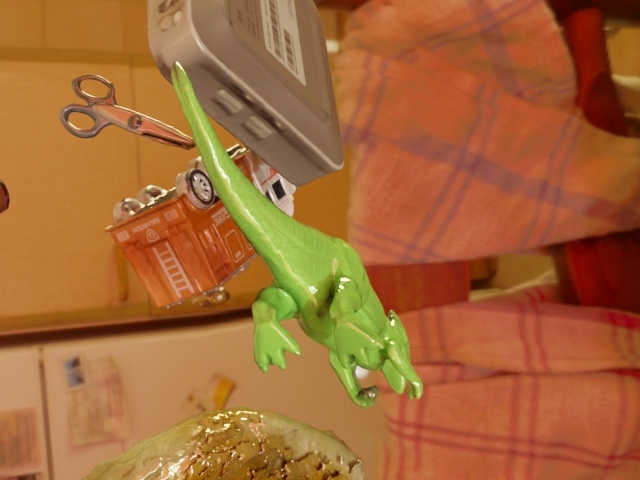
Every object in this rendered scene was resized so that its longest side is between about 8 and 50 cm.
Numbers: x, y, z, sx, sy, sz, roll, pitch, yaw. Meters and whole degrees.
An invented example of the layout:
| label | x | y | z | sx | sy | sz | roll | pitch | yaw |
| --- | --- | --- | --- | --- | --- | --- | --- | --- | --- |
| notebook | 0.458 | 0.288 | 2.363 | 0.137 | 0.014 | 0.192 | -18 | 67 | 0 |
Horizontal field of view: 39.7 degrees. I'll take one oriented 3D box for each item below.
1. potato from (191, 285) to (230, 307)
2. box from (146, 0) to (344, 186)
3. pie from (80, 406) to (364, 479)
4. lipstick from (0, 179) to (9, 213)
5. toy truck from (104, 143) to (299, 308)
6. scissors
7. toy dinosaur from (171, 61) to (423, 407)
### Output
| label | x | y | z | sx | sy | sz | roll | pitch | yaw |
| --- | --- | --- | --- | --- | --- | --- | --- | --- | --- |
| potato | -0.226 | 0.118 | 1.823 | 0.051 | 0.083 | 0.040 | 49 | -150 | -73 |
| box | -0.111 | -0.324 | 1.371 | 0.111 | 0.396 | 0.396 | -25 | 54 | 23 |
| pie | -0.116 | 0.303 | 0.860 | 0.078 | 0.371 | 0.296 | 31 | 151 | 53 |
| lipstick | -0.459 | 0.028 | 0.896 | 0.057 | 0.357 | 0.057 | 16 | 127 | 22 |
| toy truck | -0.183 | -0.042 | 1.557 | 0.173 | 0.387 | 0.207 | -21 | 102 | 28 |
| scissors | -0.399 | -0.249 | 1.869 | 0.041 | 0.289 | 0.138 | 130 | 160 | -81 |
| toy dinosaur | 0.000 | 0.000 | 1.136 | 0.500 | 0.144 | 0.374 | 68 | -162 | -2 |
